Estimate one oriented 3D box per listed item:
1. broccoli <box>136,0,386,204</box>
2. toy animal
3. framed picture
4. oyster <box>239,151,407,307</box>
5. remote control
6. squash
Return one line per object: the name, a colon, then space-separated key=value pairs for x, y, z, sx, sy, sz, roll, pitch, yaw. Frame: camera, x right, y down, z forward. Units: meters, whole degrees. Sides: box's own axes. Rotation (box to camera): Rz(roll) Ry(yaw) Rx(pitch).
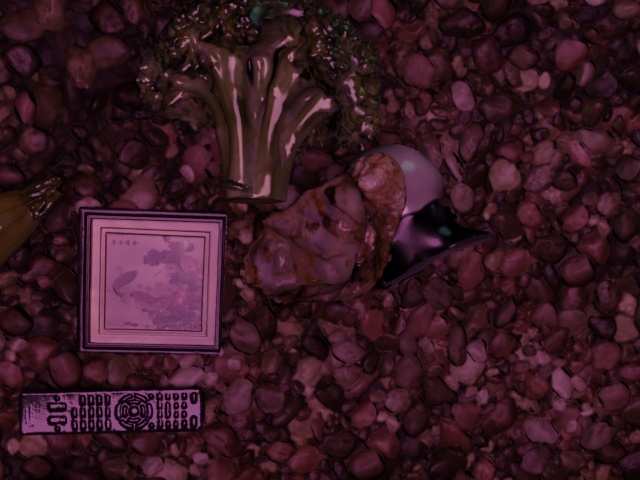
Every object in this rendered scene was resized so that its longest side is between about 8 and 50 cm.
broccoli: x=-0.063 y=-0.182 z=1.193 sx=0.235 sy=0.288 sz=0.260 roll=-26 pitch=104 yaw=-41
toy animal: x=0.108 y=-0.041 z=1.288 sx=0.166 sy=0.138 sz=0.179 roll=-30 pitch=93 yaw=-12
framed picture: x=-0.224 y=0.054 z=1.323 sx=0.195 sy=0.010 sz=0.199 roll=2 pitch=98 yaw=-7
oyster: x=0.002 y=-0.006 z=1.238 sx=0.094 sy=0.294 sz=0.166 roll=-6 pitch=87 yaw=-40
remote control: x=-0.277 y=0.227 z=1.335 sx=0.245 sy=0.025 sz=0.063 roll=0 pitch=97 yaw=-6
squash: x=-0.458 y=0.025 z=1.256 sx=0.341 sy=0.094 sz=0.094 roll=-43 pitch=100 yaw=4
